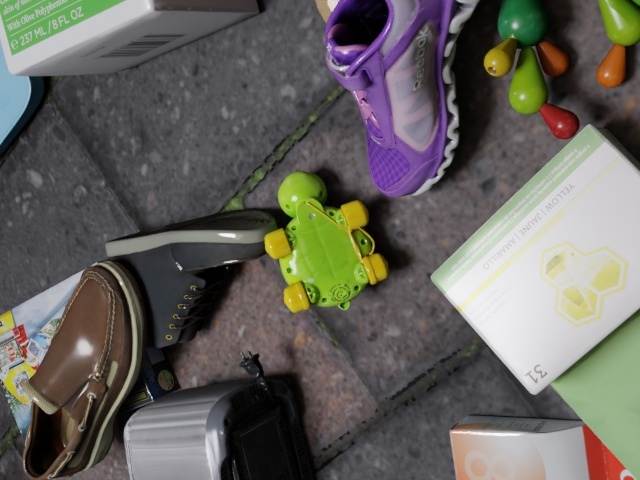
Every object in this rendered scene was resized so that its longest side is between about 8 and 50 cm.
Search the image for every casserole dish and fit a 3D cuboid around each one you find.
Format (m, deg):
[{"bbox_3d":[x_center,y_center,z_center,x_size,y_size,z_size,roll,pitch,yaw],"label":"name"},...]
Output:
[{"bbox_3d":[-0.376,-0.162,0.991,0.188,0.037,0.114,-40,78,31],"label":"casserole dish"}]

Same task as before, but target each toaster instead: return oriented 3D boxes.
[{"bbox_3d":[-0.098,0.225,0.842,0.146,0.129,0.227,-11,95,36],"label":"toaster"}]

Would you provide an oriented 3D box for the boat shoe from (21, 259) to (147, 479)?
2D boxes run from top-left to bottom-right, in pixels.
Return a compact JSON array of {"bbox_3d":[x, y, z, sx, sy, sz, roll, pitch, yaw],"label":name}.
[{"bbox_3d":[-0.245,0.143,0.871,0.095,0.095,0.257,30,118,28],"label":"boat shoe"}]

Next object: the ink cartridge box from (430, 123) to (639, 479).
[{"bbox_3d":[0.221,0.057,0.637,0.171,0.056,0.235,-46,73,21],"label":"ink cartridge box"}]

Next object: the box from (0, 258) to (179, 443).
[{"bbox_3d":[-0.280,0.132,0.986,0.233,0.044,0.159,-25,87,33],"label":"box"}]

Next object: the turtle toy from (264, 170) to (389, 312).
[{"bbox_3d":[0.000,0.000,0.766,0.095,0.066,0.130,-20,89,-1],"label":"turtle toy"}]

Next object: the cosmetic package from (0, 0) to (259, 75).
[{"bbox_3d":[-0.211,-0.351,0.777,0.197,0.155,0.366,-14,94,35],"label":"cosmetic package"}]

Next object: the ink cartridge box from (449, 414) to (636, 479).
[{"bbox_3d":[0.201,0.219,0.703,0.179,0.045,0.145,-5,98,35],"label":"ink cartridge box"}]

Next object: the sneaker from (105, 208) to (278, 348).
[{"bbox_3d":[-0.114,0.040,0.849,0.222,0.083,0.118,-8,101,43],"label":"sneaker"}]

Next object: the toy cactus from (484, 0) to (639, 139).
[{"bbox_3d":[0.161,-0.199,0.616,0.180,0.112,0.219,37,127,32],"label":"toy cactus"}]

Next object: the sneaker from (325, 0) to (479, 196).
[{"bbox_3d":[0.049,-0.130,0.653,0.095,0.104,0.236,46,146,39],"label":"sneaker"}]

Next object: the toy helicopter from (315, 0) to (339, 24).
[{"bbox_3d":[-0.011,-0.330,0.675,0.235,0.140,0.355,-4,110,26],"label":"toy helicopter"}]
